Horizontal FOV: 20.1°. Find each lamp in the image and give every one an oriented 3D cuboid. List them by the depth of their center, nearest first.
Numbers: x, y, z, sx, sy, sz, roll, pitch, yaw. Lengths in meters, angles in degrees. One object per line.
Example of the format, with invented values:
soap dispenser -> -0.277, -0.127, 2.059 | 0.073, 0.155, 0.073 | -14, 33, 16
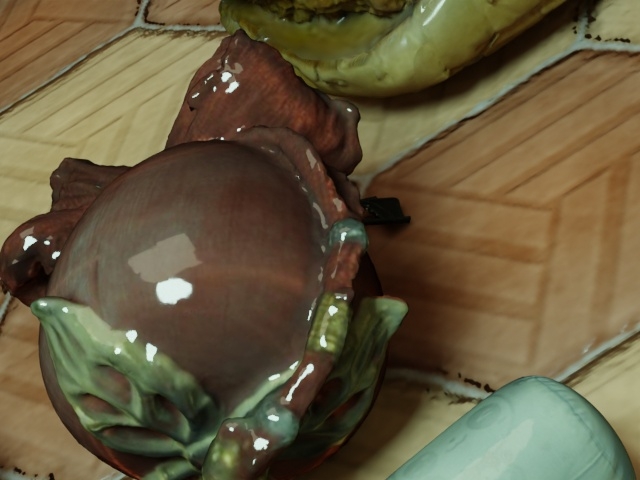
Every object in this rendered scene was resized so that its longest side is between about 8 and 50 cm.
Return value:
lamp -> -0.052, 0.032, 0.800 | 0.215, 0.151, 0.223 | -31, 24, 30

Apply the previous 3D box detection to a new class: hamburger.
hamburger -> 0.065, -0.200, 1.014 | 0.283, 0.144, 0.259 | -40, 29, -4

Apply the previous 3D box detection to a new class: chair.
chair -> 0.000, 0.002, 0.900 | 0.086, 0.042, 0.037 | -5, 19, -29

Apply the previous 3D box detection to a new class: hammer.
hammer -> 0.092, 0.128, 0.625 | 0.116, 0.069, 0.194 | -37, 37, -10
